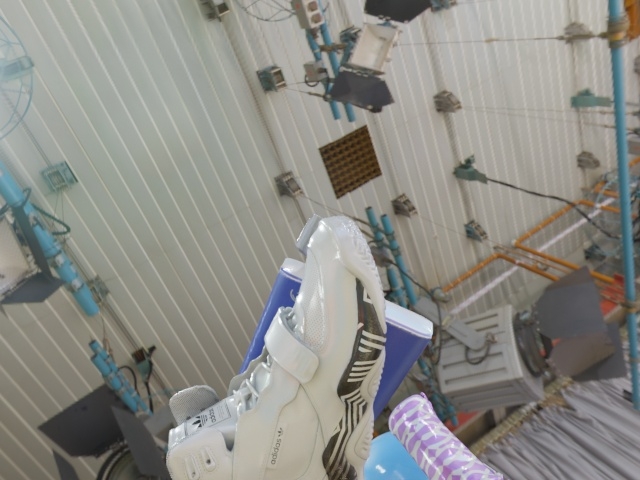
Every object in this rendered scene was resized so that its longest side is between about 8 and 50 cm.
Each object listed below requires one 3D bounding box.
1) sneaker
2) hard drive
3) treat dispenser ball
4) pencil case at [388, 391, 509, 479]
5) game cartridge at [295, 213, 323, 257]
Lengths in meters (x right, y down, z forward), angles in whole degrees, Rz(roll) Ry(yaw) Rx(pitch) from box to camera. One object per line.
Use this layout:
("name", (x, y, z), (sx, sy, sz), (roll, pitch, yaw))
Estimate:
("sneaker", (-0.054, 0.154, 0.551), (0.210, 0.137, 0.366), (1, -79, -15))
("hard drive", (-0.006, 0.195, 0.741), (0.210, 0.040, 0.319), (24, -57, 1))
("treat dispenser ball", (0.190, 0.542, 1.062), (0.288, 0.288, 0.288), (-10, -68, -26))
("pencil case", (0.192, 0.331, 0.795), (0.088, 0.206, 0.086), (-44, -50, -5))
("game cartridge", (0.000, 0.000, 0.667), (0.056, 0.017, 0.083), (-59, -28, 4))
